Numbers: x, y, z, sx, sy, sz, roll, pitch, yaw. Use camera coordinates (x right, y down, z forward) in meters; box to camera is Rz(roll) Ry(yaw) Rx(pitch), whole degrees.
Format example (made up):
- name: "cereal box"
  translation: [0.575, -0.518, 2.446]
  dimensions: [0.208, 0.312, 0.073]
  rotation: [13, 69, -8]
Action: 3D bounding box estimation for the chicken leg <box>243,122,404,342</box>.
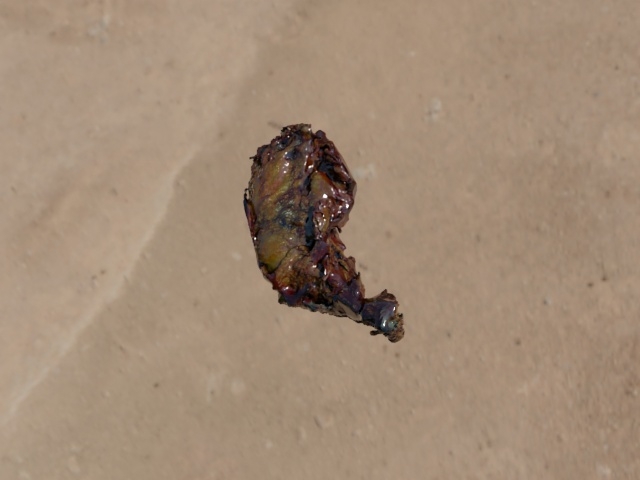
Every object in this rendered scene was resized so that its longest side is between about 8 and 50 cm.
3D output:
- name: "chicken leg"
  translation: [-0.002, 0.000, 0.369]
  dimensions: [0.036, 0.021, 0.083]
  rotation: [-25, 57, 9]
